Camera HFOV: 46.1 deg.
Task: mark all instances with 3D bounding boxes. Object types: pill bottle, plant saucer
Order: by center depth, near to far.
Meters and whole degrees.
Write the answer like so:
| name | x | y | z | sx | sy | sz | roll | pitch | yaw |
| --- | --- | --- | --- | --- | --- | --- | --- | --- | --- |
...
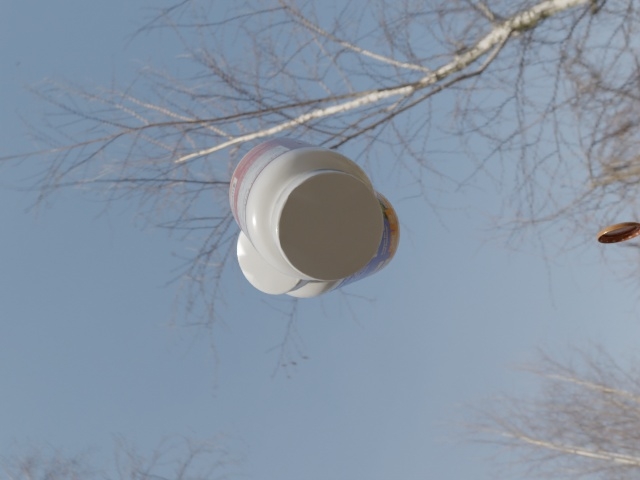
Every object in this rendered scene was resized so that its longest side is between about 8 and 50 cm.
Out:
| name | x | y | z | sx | sy | sz | roll | pitch | yaw |
| --- | --- | --- | --- | --- | --- | --- | --- | --- | --- |
| pill bottle | -0.016 | -0.031 | 0.711 | 0.121 | 0.216 | 0.121 | -3 | -78 | -13 |
| pill bottle | 0.000 | 0.000 | 1.102 | 0.272 | 0.152 | 0.152 | -16 | -84 | -61 |
| plant saucer | 0.548 | -0.016 | 1.375 | 0.083 | 0.083 | 0.013 | 8 | -117 | -36 |
